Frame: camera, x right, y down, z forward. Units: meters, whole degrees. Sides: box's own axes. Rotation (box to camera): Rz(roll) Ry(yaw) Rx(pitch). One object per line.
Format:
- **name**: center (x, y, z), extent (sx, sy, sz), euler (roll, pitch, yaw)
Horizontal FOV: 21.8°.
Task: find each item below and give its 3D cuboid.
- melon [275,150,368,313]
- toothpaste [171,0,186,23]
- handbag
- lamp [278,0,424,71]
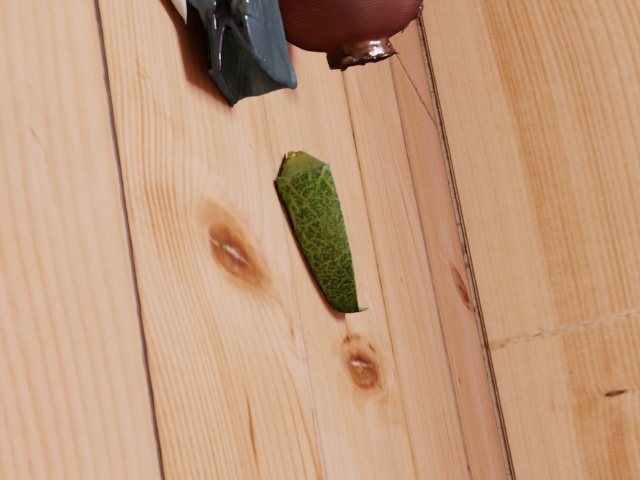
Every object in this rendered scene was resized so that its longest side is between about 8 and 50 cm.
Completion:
- **melon**: center (0.001, 0.000, 1.679), extent (0.262, 0.053, 0.114), euler (71, -7, -47)
- **toothpaste**: center (-0.133, -0.239, 1.252), extent (0.218, 0.033, 0.052), euler (63, 13, -63)
- **handbag**: center (-0.079, -0.240, 1.410), extent (0.179, 0.062, 0.229), euler (46, 32, -80)
- **lamp**: center (0.021, -0.308, 1.738), extent (0.180, 0.180, 0.258), euler (-27, 106, -79)
